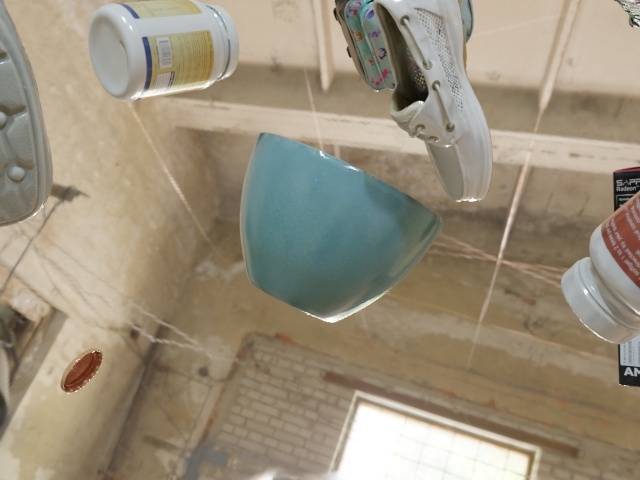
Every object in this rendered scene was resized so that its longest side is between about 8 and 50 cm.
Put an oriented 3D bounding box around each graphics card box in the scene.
[{"bbox_3d":[0.593,0.058,1.201,0.094,0.370,0.233,-3,1,36],"label":"graphics card box"}]

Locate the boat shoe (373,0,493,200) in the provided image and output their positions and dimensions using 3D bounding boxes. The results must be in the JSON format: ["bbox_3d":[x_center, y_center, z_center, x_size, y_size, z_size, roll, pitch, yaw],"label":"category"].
[{"bbox_3d":[0.120,-0.158,0.784,0.098,0.096,0.276,28,-38,60],"label":"boat shoe"}]

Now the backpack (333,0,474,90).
[{"bbox_3d":[0.179,-0.442,1.368,0.254,0.191,0.225,-26,-51,0],"label":"backpack"}]

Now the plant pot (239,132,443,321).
[{"bbox_3d":[0.000,0.000,0.970,0.290,0.195,0.290,27,-1,1],"label":"plant pot"}]

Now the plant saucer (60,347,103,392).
[{"bbox_3d":[-0.390,0.210,1.110,0.013,0.083,0.083,33,-21,17],"label":"plant saucer"}]

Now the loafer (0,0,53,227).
[{"bbox_3d":[-0.277,-0.166,0.495,0.111,0.112,0.319,-121,-164,-72],"label":"loafer"}]

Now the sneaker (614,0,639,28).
[{"bbox_3d":[0.446,-0.330,0.950,0.224,0.083,0.098,2,-24,-24],"label":"sneaker"}]

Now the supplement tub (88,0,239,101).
[{"bbox_3d":[-0.384,-0.478,1.695,0.228,0.316,0.228,22,-58,41],"label":"supplement tub"}]

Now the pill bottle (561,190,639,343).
[{"bbox_3d":[0.336,0.001,0.637,0.121,0.121,0.216,29,-53,-15],"label":"pill bottle"}]
